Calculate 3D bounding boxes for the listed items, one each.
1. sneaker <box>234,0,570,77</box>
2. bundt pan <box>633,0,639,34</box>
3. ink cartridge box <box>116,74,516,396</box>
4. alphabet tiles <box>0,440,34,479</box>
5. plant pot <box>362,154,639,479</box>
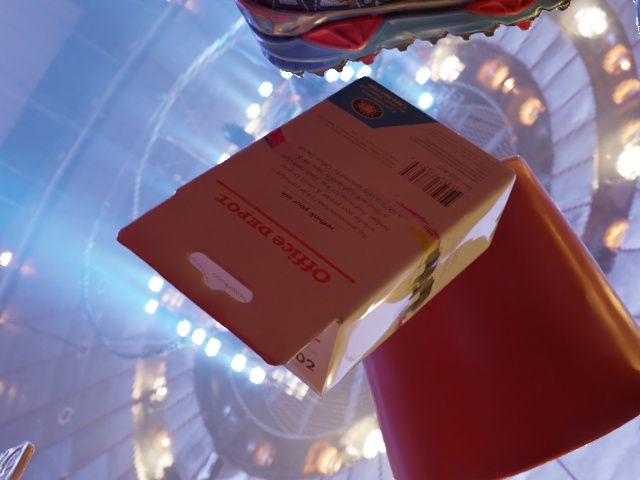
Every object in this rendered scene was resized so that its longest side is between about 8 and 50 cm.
[{"bbox_3d":[0.050,-0.174,0.521,0.262,0.125,0.104,-14,-134,28],"label":"sneaker"},{"bbox_3d":[0.422,-0.190,0.822,0.330,0.331,0.124,-103,-163,-48],"label":"bundt pan"},{"bbox_3d":[0.000,0.000,0.469,0.104,0.061,0.181,37,-130,22],"label":"ink cartridge box"},{"bbox_3d":[-0.397,0.335,0.973,0.284,0.021,0.278,-29,-152,39],"label":"alphabet tiles"},{"bbox_3d":[0.147,0.068,0.889,0.275,0.275,0.243,-26,-93,38],"label":"plant pot"}]
